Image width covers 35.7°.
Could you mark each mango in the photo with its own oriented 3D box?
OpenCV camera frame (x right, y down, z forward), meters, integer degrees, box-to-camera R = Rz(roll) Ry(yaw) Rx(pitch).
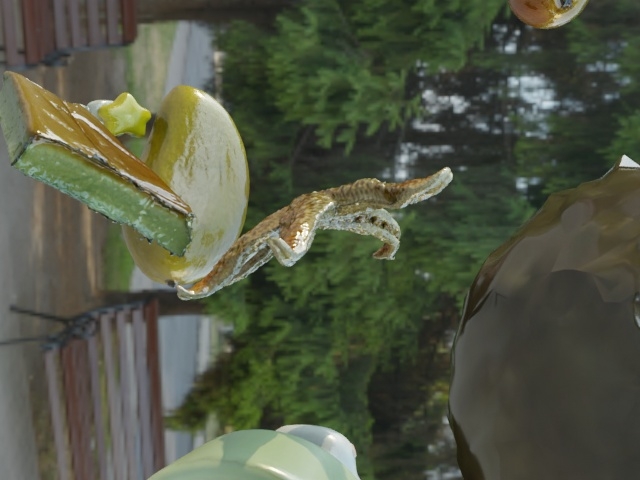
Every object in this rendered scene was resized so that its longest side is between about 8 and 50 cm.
[{"bbox_3d":[-0.210,-0.082,1.629,0.142,0.195,0.331,-25,-134,67],"label":"mango"},{"bbox_3d":[0.357,-0.409,1.526,0.113,0.138,0.253,48,40,-22],"label":"mango"}]

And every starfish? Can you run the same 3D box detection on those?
[{"bbox_3d":[-0.002,-0.010,1.177,0.375,0.327,0.094,-26,-100,41],"label":"starfish"}]

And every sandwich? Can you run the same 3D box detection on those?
[{"bbox_3d":[-0.272,-0.103,1.210,0.063,0.245,0.212,-48,-141,10],"label":"sandwich"}]

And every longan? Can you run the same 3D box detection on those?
[{"bbox_3d":[0.283,0.109,0.692,0.391,0.391,0.391,179,-90,-87],"label":"longan"}]

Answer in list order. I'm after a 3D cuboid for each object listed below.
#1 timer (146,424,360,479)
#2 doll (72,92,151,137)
[{"bbox_3d":[-0.041,0.321,1.137,0.315,0.291,0.290,-38,130,-68],"label":"timer"},{"bbox_3d":[-0.345,-0.209,1.615,0.113,0.135,0.071,-149,-116,-63],"label":"doll"}]
